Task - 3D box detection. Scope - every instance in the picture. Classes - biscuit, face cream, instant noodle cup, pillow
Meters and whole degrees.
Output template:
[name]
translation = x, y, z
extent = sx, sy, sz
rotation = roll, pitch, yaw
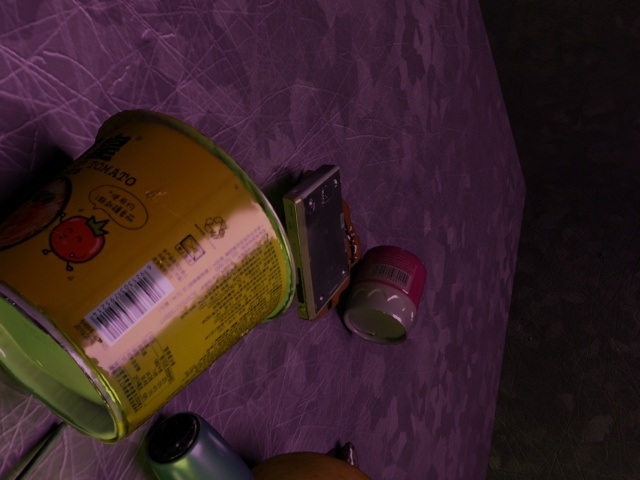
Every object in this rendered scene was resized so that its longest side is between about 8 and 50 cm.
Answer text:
[biscuit]
translation = 0.022, 0.045, 1.402
extent = 0.278, 0.043, 0.302
rotation = 42, 55, -54
[face cream]
translation = 0.161, 0.137, 1.527
extent = 0.195, 0.175, 0.175
rotation = -65, 144, -35
[instant noodle cup]
translation = -0.226, 0.052, 0.698
extent = 0.254, 0.325, 0.326
rotation = -48, 133, -37
[pillow]
translation = 0.069, 0.616, 1.513
extent = 0.093, 0.051, 0.241
rotation = 16, 77, -68

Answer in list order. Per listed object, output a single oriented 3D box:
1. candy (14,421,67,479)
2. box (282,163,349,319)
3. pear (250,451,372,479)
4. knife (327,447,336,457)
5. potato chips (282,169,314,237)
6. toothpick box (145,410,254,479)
[candy]
translation = -0.371, 0.308, 0.688
extent = 0.077, 0.073, 0.262
rotation = 49, 36, -15
[box]
translation = 0.000, 0.000, 1.242
extent = 0.211, 0.045, 0.270
rotation = -43, 134, -54
[pear]
translation = -0.025, 0.546, 1.063
extent = 0.348, 0.348, 0.348
rotation = -6, 97, -61
[knife]
translation = -0.015, 0.554, 1.395
extent = 0.245, 0.019, 0.072
rotation = -25, 111, -62
[potato chips]
translation = -0.074, 0.013, 1.210
extent = 0.080, 0.057, 0.407
rotation = 73, 33, -42
[toothpick box]
translation = -0.189, 0.356, 0.958
extent = 0.120, 0.120, 0.184
rotation = -59, 136, -42
